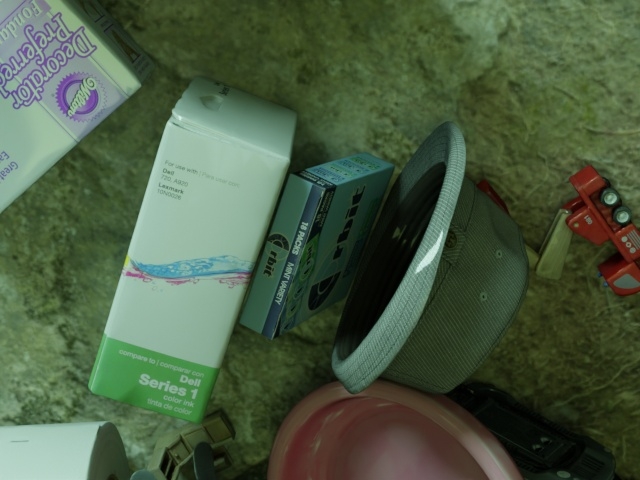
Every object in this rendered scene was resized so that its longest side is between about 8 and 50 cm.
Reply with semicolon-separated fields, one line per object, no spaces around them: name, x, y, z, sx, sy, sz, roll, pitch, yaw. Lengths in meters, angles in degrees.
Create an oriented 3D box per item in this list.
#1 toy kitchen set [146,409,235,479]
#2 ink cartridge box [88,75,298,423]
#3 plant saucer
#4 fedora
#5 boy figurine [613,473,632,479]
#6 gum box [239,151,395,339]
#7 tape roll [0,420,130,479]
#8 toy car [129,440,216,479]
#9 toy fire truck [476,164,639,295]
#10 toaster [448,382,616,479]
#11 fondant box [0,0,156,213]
toy kitchen set;-0.134;0.247;1.263;0.083;0.075;0.068;-25;108;13
ink cartridge box;-0.119;0.002;1.110;0.117;0.201;0.278;18;109;-5
plant saucer;0.093;0.289;1.170;0.332;0.084;0.332;13;111;37
fedora;0.116;0.036;1.082;0.124;0.275;0.243;26;143;-8
boy figurine;0.295;0.405;1.308;0.177;0.092;0.285;21;109;-7
gum box;0.000;0.000;1.119;0.041;0.184;0.156;26;110;17
tape roll;-0.301;0.316;1.201;0.169;0.246;0.246;-2;109;2
toy car;-0.137;0.318;1.215;0.155;0.149;0.188;-22;96;-38
toy fire truck;0.256;-0.005;1.186;0.135;0.047;0.192;-35;106;12
toaster;0.190;0.256;1.218;0.227;0.129;0.146;27;114;25
fondant box;-0.360;-0.205;1.097;0.238;0.096;0.330;-40;105;13
